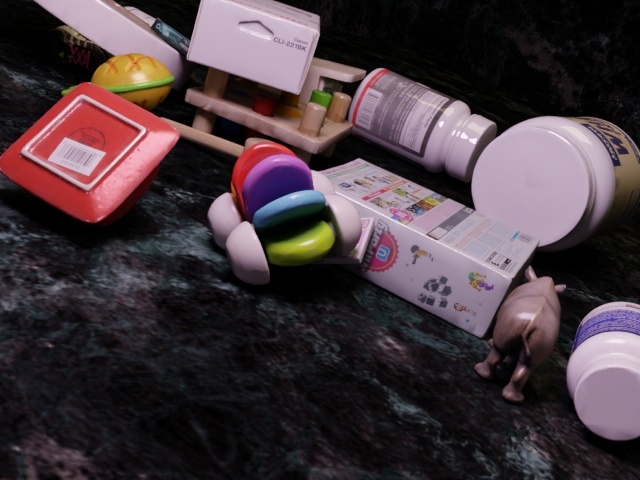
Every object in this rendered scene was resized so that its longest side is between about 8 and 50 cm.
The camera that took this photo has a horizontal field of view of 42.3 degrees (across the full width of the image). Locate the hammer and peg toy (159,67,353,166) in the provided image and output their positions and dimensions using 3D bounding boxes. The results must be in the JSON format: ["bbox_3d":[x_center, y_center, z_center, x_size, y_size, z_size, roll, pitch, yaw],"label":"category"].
[{"bbox_3d":[-0.103,-0.221,1.441,0.266,0.127,0.361,23,20,9],"label":"hammer and peg toy"}]

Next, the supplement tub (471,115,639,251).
[{"bbox_3d":[0.427,-0.104,1.479,0.235,0.235,0.325,30,22,27],"label":"supplement tub"}]

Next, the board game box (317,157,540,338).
[{"bbox_3d":[0.130,-0.003,1.147,0.303,0.097,0.224,27,20,16],"label":"board game box"}]

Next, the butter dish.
[{"bbox_3d":[-0.261,-0.080,0.966,0.160,0.118,0.160,28,62,18],"label":"butter dish"}]

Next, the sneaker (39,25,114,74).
[{"bbox_3d":[-0.459,-0.350,1.547,0.170,0.063,0.075,33,35,20],"label":"sneaker"}]

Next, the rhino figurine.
[{"bbox_3d":[0.248,0.095,0.983,0.073,0.106,0.243,25,21,12],"label":"rhino figurine"}]

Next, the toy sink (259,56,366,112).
[{"bbox_3d":[-0.041,-0.314,1.728,0.234,0.131,0.153,16,19,10],"label":"toy sink"}]

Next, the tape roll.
[{"bbox_3d":[-0.416,-0.428,1.599,0.392,0.072,0.392,34,8,-6],"label":"tape roll"}]

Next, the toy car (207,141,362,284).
[{"bbox_3d":[-0.048,-0.044,0.970,0.159,0.136,0.182,-18,33,-14],"label":"toy car"}]

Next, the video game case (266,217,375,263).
[{"bbox_3d":[0.000,0.000,1.028,0.122,0.011,0.087,-1,35,18],"label":"video game case"}]

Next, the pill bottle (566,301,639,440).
[{"bbox_3d":[0.335,0.146,0.926,0.112,0.112,0.187,25,20,15],"label":"pill bottle"}]

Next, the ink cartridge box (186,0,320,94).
[{"bbox_3d":[-0.109,-0.357,1.445,0.197,0.114,0.273,17,19,-6],"label":"ink cartridge box"}]

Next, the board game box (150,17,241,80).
[{"bbox_3d":[-0.231,-0.356,1.599,0.126,0.026,0.186,39,8,24],"label":"board game box"}]

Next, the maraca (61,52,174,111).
[{"bbox_3d":[-0.336,-0.259,1.382,0.186,0.099,0.127,-7,15,2],"label":"maraca"}]

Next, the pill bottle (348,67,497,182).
[{"bbox_3d":[0.215,-0.241,1.743,0.283,0.161,0.161,29,22,22],"label":"pill bottle"}]

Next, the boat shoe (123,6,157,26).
[{"bbox_3d":[-0.409,-0.494,1.930,0.076,0.083,0.226,24,20,15],"label":"boat shoe"}]
